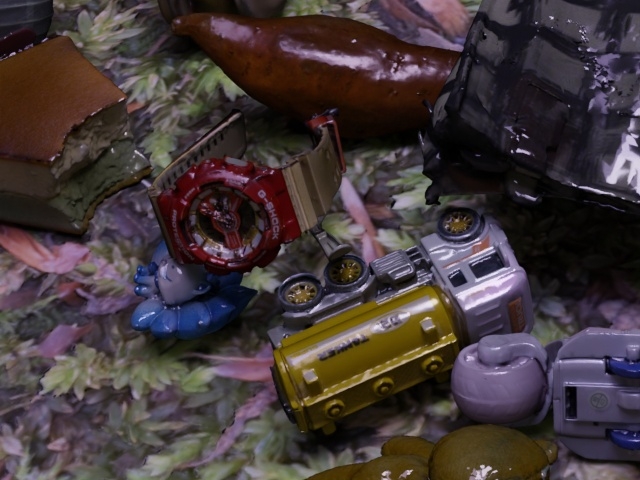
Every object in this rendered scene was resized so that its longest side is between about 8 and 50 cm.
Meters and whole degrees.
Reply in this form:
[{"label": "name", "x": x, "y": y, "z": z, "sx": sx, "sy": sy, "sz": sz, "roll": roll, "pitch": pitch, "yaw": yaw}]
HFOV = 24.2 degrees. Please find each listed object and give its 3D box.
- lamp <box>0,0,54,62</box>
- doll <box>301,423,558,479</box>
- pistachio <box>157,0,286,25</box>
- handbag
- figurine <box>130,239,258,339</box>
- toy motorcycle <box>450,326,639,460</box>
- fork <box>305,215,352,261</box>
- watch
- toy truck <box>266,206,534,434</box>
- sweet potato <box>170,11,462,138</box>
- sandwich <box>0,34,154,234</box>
[{"label": "lamp", "x": -0.391, "y": -0.248, "z": 1.555, "sx": 0.265, "sy": 0.233, "sz": 0.233, "roll": 6, "pitch": 47, "yaw": 36}, {"label": "doll", "x": 0.072, "y": 0.196, "z": 1.105, "sx": 0.209, "sy": 0.097, "sz": 0.137, "roll": -15, "pitch": 10, "yaw": 22}, {"label": "pistachio", "x": -0.109, "y": -0.352, "z": 1.599, "sx": 0.166, "sy": 0.197, "sz": 0.288, "roll": -13, "pitch": 55, "yaw": 7}, {"label": "handbag", "x": 0.271, "y": -0.123, "z": 1.257, "sx": 0.325, "sy": 0.163, "sz": 0.327, "roll": 16, "pitch": 45, "yaw": 14}, {"label": "figurine", "x": -0.106, "y": 0.043, "z": 1.290, "sx": 0.114, "sy": 0.079, "sz": 0.114, "roll": -9, "pitch": 38, "yaw": 8}, {"label": "toy motorcycle", "x": 0.228, "y": 0.106, "z": 1.142, "sx": 0.254, "sy": 0.112, "sz": 0.112, "roll": 1, "pitch": 47, "yaw": 15}, {"label": "fork", "x": -0.002, "y": -0.006, "z": 1.260, "sx": 0.034, "sy": 0.028, "sz": 0.219, "roll": -16, "pitch": 8, "yaw": -4}, {"label": "watch", "x": -0.056, "y": -0.063, "z": 1.322, "sx": 0.164, "sy": 0.102, "sz": 0.268, "roll": -8, "pitch": 22, "yaw": 22}, {"label": "toy truck", "x": 0.063, "y": 0.071, "z": 1.208, "sx": 0.226, "sy": 0.098, "sz": 0.114, "roll": -23, "pitch": 44, "yaw": -7}, {"label": "sweet potato", "x": 0.026, "y": -0.155, "z": 1.432, "sx": 0.359, "sy": 0.112, "sz": 0.112, "roll": 16, "pitch": 49, "yaw": 3}, {"label": "sandwich", "x": -0.293, "y": -0.083, "z": 1.442, "sx": 0.220, "sy": 0.108, "sz": 0.186, "roll": -29, "pitch": 45, "yaw": -17}]
